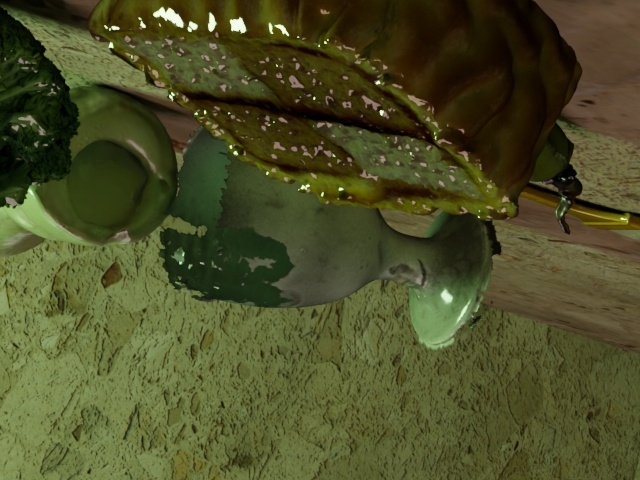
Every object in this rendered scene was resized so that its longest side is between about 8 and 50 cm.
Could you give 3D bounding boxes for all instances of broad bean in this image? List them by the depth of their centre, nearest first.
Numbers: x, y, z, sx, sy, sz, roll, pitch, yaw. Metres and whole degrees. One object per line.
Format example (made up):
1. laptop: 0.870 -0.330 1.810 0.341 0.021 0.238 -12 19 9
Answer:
1. broad bean: 0.112 -0.077 0.912 0.075 0.067 0.325 51 -166 24

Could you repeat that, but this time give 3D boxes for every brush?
1. brush: 0.212 -0.040 1.356 0.272 0.013 0.103 18 176 -14

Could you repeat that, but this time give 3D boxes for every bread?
1. bread: 0.009 -0.089 0.689 0.222 0.096 0.181 12 160 49

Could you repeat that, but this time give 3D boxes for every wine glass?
1. wine glass: 0.002 -0.003 1.544 0.357 0.190 0.190 14 178 -25

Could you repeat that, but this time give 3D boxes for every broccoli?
1. broccoli: -0.328 -0.100 1.144 0.262 0.241 0.269 -2 140 24

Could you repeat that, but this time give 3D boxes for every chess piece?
1. chess piece: -0.348 -0.084 1.701 0.234 0.234 0.442 19 172 -32
